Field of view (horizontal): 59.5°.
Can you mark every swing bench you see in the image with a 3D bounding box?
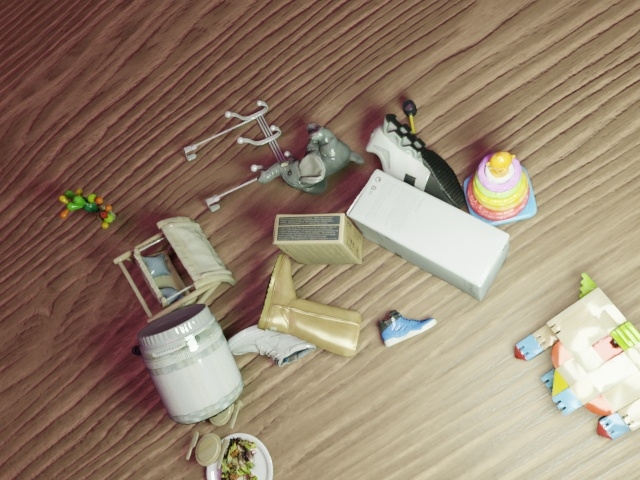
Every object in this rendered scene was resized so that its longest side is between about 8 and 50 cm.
[{"bbox_3d":[-0.435,0.090,1.687,0.254,0.165,0.253,-40,67,3],"label":"swing bench"}]

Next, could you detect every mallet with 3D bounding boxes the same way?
[{"bbox_3d":[0.277,-0.319,1.655,0.039,0.062,0.190,-11,87,15],"label":"mallet"}]

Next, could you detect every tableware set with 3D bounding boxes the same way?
[{"bbox_3d":[-0.289,0.536,1.573,0.128,0.039,0.194,1,61,33],"label":"tableware set"}]

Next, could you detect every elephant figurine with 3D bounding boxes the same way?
[{"bbox_3d":[-0.034,-0.211,1.660,0.239,0.169,0.186,-55,41,-3],"label":"elephant figurine"}]

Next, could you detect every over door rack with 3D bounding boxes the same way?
[{"bbox_3d":[-0.272,-0.275,1.770,0.324,0.108,0.240,-30,68,7],"label":"over door rack"}]

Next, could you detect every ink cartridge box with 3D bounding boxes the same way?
[{"bbox_3d":[0.000,0.000,1.539,0.193,0.234,0.088,0,75,16],"label":"ink cartridge box"}]

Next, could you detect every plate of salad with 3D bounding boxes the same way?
[{"bbox_3d":[-0.227,0.633,1.532,0.199,0.048,0.200,-5,74,17],"label":"plate of salad"}]

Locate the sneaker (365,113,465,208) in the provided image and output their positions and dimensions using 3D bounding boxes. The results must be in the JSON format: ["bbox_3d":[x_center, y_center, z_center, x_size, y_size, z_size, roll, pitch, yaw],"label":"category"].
[{"bbox_3d":[0.264,-0.193,1.584,0.330,0.122,0.146,48,127,8],"label":"sneaker"}]

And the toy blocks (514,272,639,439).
[{"bbox_3d":[0.636,0.304,1.306,0.261,0.190,0.381,-40,66,16],"label":"toy blocks"}]

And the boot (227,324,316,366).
[{"bbox_3d":[-0.139,0.298,1.571,0.258,0.095,0.124,-24,62,9],"label":"boot"}]

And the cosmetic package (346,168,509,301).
[{"bbox_3d":[0.286,-0.012,1.466,0.384,0.217,0.156,31,85,25],"label":"cosmetic package"}]

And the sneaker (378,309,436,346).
[{"bbox_3d":[0.228,0.219,1.501,0.152,0.058,0.085,-27,77,16],"label":"sneaker"}]

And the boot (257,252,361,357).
[{"bbox_3d":[-0.020,0.178,1.539,0.269,0.089,0.236,16,67,-6],"label":"boot"}]

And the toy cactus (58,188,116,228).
[{"bbox_3d":[-0.737,-0.093,1.822,0.218,0.180,0.112,15,80,21],"label":"toy cactus"}]

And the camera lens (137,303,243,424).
[{"bbox_3d":[-0.349,0.337,1.519,0.219,0.219,0.275,-19,101,12],"label":"camera lens"}]

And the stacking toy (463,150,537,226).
[{"bbox_3d":[0.448,-0.157,1.407,0.175,0.302,0.166,-14,71,14],"label":"stacking toy"}]

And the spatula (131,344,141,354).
[{"bbox_3d":[-0.439,0.331,1.691,0.296,0.030,0.084,-4,76,16],"label":"spatula"}]
